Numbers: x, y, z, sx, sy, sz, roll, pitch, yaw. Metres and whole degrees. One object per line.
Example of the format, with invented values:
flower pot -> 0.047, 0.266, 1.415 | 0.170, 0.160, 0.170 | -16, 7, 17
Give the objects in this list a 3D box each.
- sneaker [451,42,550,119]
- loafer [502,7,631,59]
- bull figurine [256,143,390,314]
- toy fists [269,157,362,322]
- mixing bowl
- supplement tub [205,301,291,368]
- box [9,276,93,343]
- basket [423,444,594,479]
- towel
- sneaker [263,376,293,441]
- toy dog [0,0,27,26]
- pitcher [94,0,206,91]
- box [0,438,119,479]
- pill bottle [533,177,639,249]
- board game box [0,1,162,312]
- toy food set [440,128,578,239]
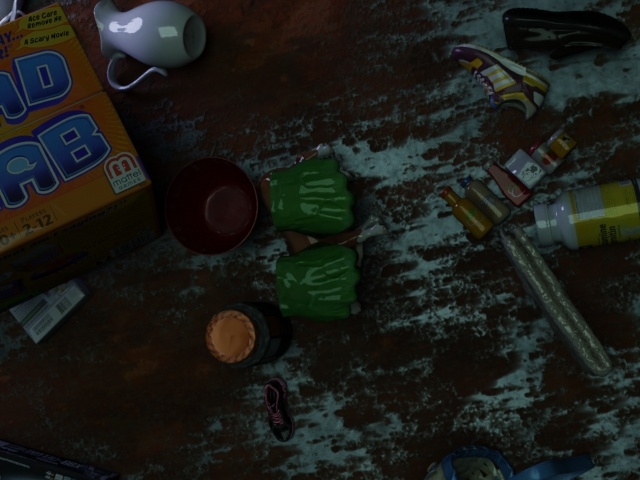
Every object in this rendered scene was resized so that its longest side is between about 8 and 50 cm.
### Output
sneaker -> 0.304, -0.280, 1.734 | 0.185, 0.069, 0.084 | 27, 89, 15
loafer -> 0.424, -0.354, 1.713 | 0.220, 0.080, 0.078 | 10, 122, 14
bull figurine -> 0.011, -0.018, 1.782 | 0.188, 0.101, 0.310 | -35, 81, 6
toy fists -> 0.000, 0.000, 1.685 | 0.142, 0.096, 0.279 | -5, 87, 16
mixing bowl -> -0.188, -0.059, 1.835 | 0.181, 0.098, 0.182 | -1, 86, 14
supplement tub -> -0.129, 0.167, 1.759 | 0.117, 0.190, 0.117 | -1, 86, 15
box -> -0.561, 0.088, 1.955 | 0.145, 0.038, 0.186 | -44, 79, 8
basket -> 0.287, 0.423, 1.601 | 0.289, 0.254, 0.201 | -30, 66, 23
towel -> 0.384, 0.104, 1.632 | 0.049, 0.187, 0.282 | -34, 79, 6
sneaker -> -0.082, 0.312, 1.809 | 0.047, 0.057, 0.119 | -14, 85, 12
toy dog -> -0.640, -0.487, 1.943 | 0.220, 0.161, 0.334 | -18, 82, 13
pitcher -> -0.326, -0.369, 1.888 | 0.207, 0.125, 0.178 | 8, 110, 25
box -> -0.563, 0.534, 1.911 | 0.307, 0.076, 0.243 | 13, 91, 15
pill bottle -> 0.458, -0.040, 1.663 | 0.184, 0.103, 0.103 | -11, 84, 14
board game box -> -0.522, -0.126, 1.737 | 0.356, 0.356, 0.356 | -26, 81, -12
toy food set -> 0.323, -0.117, 1.698 | 0.104, 0.111, 0.232 | 46, 101, 12
